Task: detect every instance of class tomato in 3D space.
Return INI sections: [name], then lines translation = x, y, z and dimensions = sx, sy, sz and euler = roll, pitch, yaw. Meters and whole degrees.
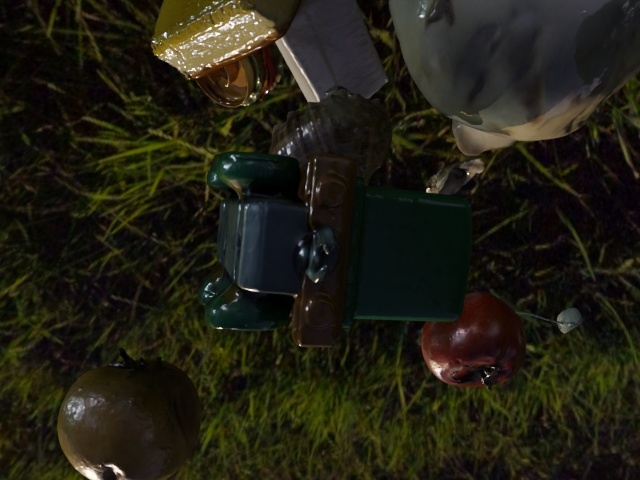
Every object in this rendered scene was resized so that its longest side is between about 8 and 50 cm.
[tomato]
translation = 0.272, 0.172, 1.132
dimensions = 0.187, 0.151, 0.187
euler = 1, 138, 1

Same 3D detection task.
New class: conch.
[conch]
translation = 0.031, -0.174, 1.137
dimensions = 0.210, 0.291, 0.159
euler = 11, 136, -20

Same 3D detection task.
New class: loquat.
[loquat]
translation = -0.279, 0.271, 0.995
dimensions = 0.213, 0.213, 0.213
euler = 8, 127, 11

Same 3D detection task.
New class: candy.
[candy]
translation = 0.014, -0.473, 1.625
dimensions = 0.208, 0.145, 0.359
euler = -40, 140, -3

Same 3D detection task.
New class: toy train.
[toy train]
translation = 0.000, 0.000, 0.718
dimensions = 0.249, 0.429, 0.178
euler = 4, 93, -13

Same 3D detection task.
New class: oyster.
[oyster]
translation = 0.379, -0.178, 1.944
dimensions = 0.161, 0.107, 0.233
euler = -15, 156, -21

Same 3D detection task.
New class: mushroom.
[mushroom]
translation = 0.224, -0.238, 0.763
dimensions = 0.314, 0.315, 0.336
euler = 14, 158, 6

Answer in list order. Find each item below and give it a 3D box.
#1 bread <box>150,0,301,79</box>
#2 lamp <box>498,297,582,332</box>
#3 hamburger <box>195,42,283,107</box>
[bread]
translation = -0.171, -0.512, 1.299
dimensions = 0.333, 0.324, 0.143
euler = -5, 155, 45
[lamp]
translation = 0.456, 0.151, 1.375
dimensions = 0.198, 0.050, 0.056
euler = 15, 139, -23
[hamburger]
translation = -0.232, -0.537, 1.901
dimensions = 0.274, 0.212, 0.274
euler = 29, 143, 24
